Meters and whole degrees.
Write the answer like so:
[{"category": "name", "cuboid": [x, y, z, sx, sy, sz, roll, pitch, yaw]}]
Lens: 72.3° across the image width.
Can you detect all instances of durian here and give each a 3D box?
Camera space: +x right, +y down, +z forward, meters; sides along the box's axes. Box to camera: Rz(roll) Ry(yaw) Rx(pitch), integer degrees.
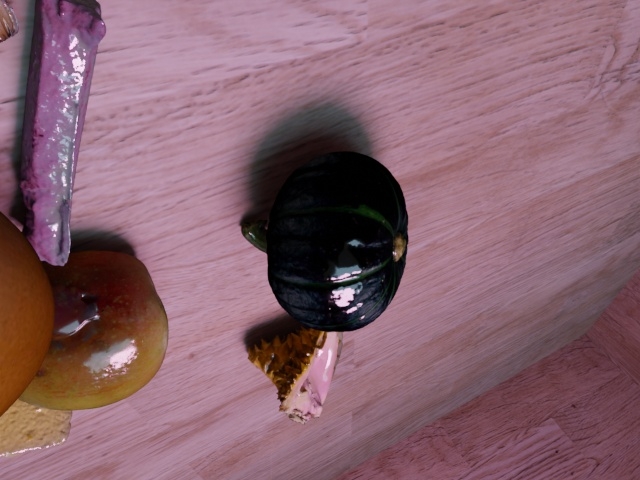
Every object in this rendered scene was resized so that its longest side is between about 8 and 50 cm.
[{"category": "durian", "cuboid": [-0.020, 0.249, 0.914, 0.196, 0.185, 0.305, -50, 149, -10]}]

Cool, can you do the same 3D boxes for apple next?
[{"category": "apple", "cuboid": [-0.297, 0.117, 0.548, 0.188, 0.174, 0.207, -11, 122, -31]}]

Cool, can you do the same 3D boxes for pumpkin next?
[{"category": "pumpkin", "cuboid": [0.000, 0.000, 0.618, 0.247, 0.248, 0.248, -20, 141, -18]}]

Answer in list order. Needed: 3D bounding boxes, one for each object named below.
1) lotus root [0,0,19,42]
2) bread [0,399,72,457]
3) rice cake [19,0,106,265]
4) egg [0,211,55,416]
[{"category": "lotus root", "cuboid": [-0.271, -0.193, 0.331, 0.037, 0.030, 0.083, -56, 153, -24]}, {"category": "bread", "cuboid": [-0.422, 0.223, 0.582, 0.147, 0.152, 0.127, 12, 134, -43]}, {"category": "rice cake", "cuboid": [-0.252, -0.093, 0.415, 0.051, 0.081, 0.290, -11, 139, -47]}, {"category": "egg", "cuboid": [-0.387, 0.056, 0.307, 0.283, 0.283, 0.351, -48, 143, 18]}]
